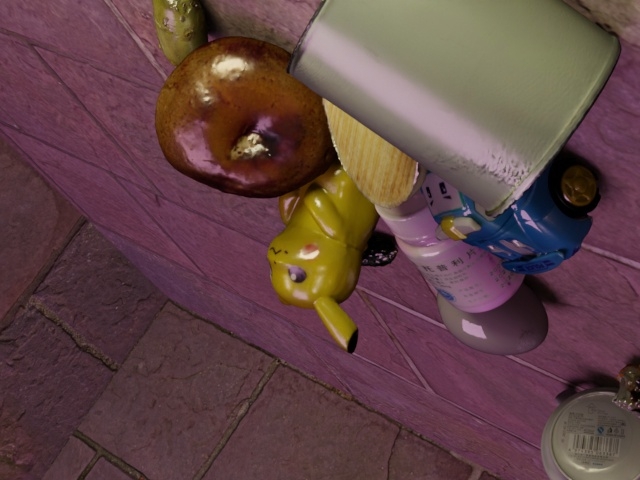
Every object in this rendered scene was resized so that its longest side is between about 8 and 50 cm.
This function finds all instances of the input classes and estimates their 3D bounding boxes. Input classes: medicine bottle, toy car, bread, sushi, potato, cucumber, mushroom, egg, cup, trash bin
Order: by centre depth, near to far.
[{"bbox_3d":[0.131,-0.184,1.031,0.262,0.217,0.277,34,157,-1],"label":"trash bin"},{"bbox_3d":[0.070,-0.171,1.288,0.267,0.040,0.267,48,146,48],"label":"bread"},{"bbox_3d":[0.202,-0.077,1.326,0.314,0.166,0.198,39,160,-14],"label":"toy car"},{"bbox_3d":[0.196,-0.011,1.542,0.152,0.152,0.254,17,160,47],"label":"medicine bottle"},{"bbox_3d":[-0.211,-0.329,1.556,0.105,0.085,0.188,61,170,24],"label":"potato"},{"bbox_3d":[-0.119,-0.198,1.569,0.267,0.267,0.254,49,-175,-44],"label":"mushroom"},{"bbox_3d":[0.561,0.254,1.710,0.097,0.103,0.226,56,157,-14],"label":"sushi"},{"bbox_3d":[0.294,0.121,1.756,0.199,0.146,0.146,26,164,3],"label":"egg"},{"bbox_3d":[0.557,0.413,2.018,0.327,0.237,0.323,52,-173,-51],"label":"cup"},{"bbox_3d":[0.057,0.013,2.061,0.072,0.072,0.300,45,162,-33],"label":"cucumber"}]

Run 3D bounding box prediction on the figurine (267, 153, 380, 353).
[{"bbox_3d":[0.002,-0.007,1.669,0.169,0.326,0.218,20,178,-34],"label":"figurine"}]
